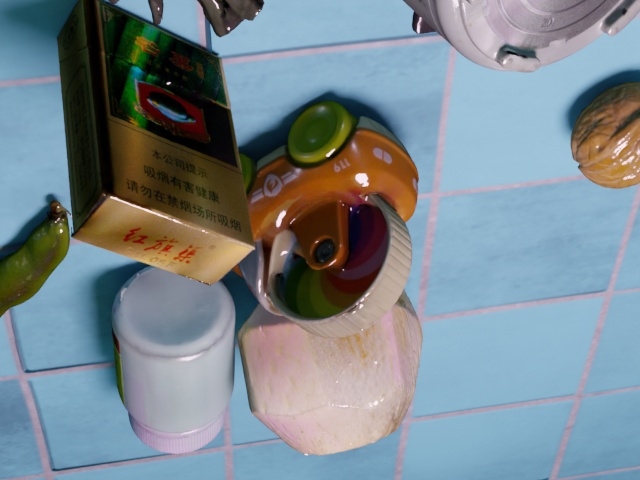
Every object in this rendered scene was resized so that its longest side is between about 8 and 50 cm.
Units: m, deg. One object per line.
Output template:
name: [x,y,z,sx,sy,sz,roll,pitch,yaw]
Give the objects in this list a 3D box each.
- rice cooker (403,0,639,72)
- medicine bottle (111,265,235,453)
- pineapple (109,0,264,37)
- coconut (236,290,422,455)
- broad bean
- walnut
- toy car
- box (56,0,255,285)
rice cooker: [0.140,-0.275,1.117,0.241,0.227,0.281,-13,134,-29]
medicine bottle: [-0.168,0.140,1.638,0.139,0.139,0.225,-6,142,-9]
pineapple: [-0.181,-0.246,1.126,0.310,0.141,0.170,16,172,-38]
coconut: [0.009,0.121,1.617,0.197,0.237,0.237,-13,145,23]
broad bean: [-0.339,0.043,1.539,0.065,0.046,0.254,31,124,-34]
walnut: [0.322,-0.112,1.490,0.124,0.105,0.105,-39,137,15]
toy car: [0.000,0.000,1.440,0.235,0.235,0.145,-29,140,21]
box: [-0.151,-0.090,1.258,0.159,0.240,0.071,19,134,-35]
